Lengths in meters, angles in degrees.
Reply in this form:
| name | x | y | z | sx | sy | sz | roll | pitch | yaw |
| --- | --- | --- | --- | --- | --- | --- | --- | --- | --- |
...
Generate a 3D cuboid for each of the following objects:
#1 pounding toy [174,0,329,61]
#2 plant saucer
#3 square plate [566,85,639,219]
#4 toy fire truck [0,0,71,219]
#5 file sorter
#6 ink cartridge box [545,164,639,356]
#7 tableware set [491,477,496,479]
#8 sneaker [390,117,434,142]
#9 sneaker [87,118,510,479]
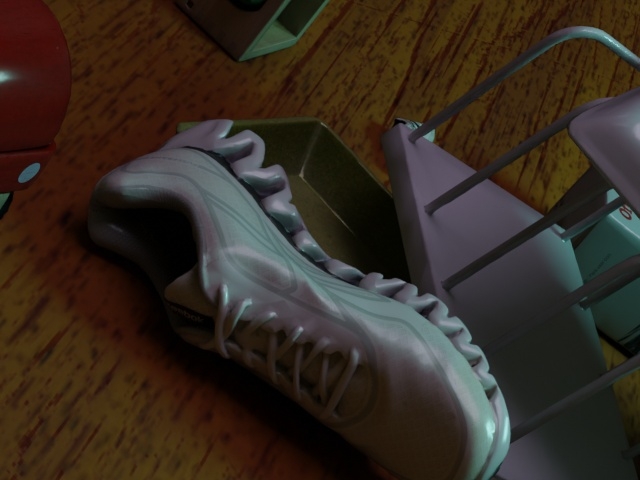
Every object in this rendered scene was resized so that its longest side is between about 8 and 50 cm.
| name | x | y | z | sx | sy | sz | roll | pitch | yaw |
| --- | --- | --- | --- | --- | --- | --- | --- | --- | --- |
| pounding toy | -0.045 | -0.221 | 1.523 | 0.100 | 0.130 | 0.141 | 44 | 24 | 9 |
| plant saucer | 0.000 | 0.000 | 1.311 | 0.188 | 0.045 | 0.188 | 48 | 25 | 17 |
| square plate | 0.353 | 0.002 | 1.261 | 0.347 | 0.049 | 0.344 | 49 | 36 | 10 |
| toy fire truck | -0.195 | -0.145 | 1.031 | 0.217 | 0.246 | 0.158 | 48 | 25 | 17 |
| file sorter | 0.184 | 0.029 | 1.288 | 0.193 | 0.173 | 0.278 | 30 | 36 | -39 |
| ink cartridge box | 0.283 | 0.037 | 1.606 | 0.208 | 0.087 | 0.153 | 36 | 24 | -7 |
| tableware set | 0.131 | 0.222 | 1.125 | 0.128 | 0.039 | 0.194 | 27 | 27 | -27 |
| sneaker | 0.069 | -0.070 | 1.560 | 0.037 | 0.032 | 0.083 | 21 | 22 | -8 |
| sneaker | -0.019 | 0.049 | 1.147 | 0.292 | 0.110 | 0.118 | 41 | 30 | 22 |
